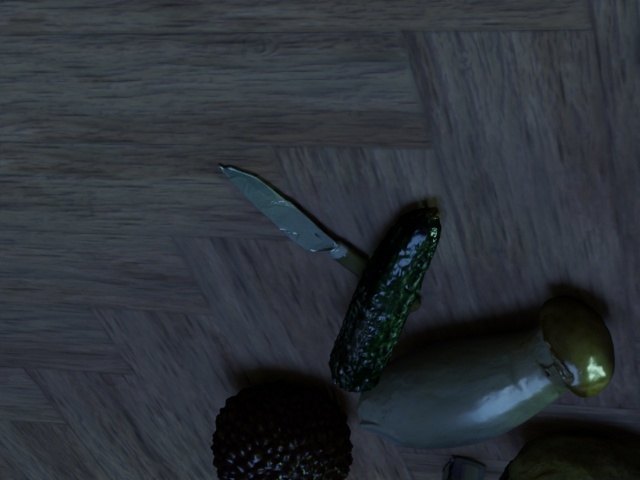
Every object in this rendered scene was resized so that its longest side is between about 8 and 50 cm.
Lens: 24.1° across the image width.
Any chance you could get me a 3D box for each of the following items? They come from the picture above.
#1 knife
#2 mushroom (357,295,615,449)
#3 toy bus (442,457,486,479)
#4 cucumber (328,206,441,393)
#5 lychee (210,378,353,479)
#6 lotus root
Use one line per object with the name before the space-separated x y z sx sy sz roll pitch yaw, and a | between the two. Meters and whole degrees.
knife | -0.001 0.002 1.610 0.047 0.017 0.298 -16 138 44
mushroom | 0.181 0.160 1.689 0.128 0.128 0.350 33 140 -27
toy bus | 0.185 0.338 1.981 0.052 0.102 0.058 19 140 -9
cucumber | 0.068 0.061 1.605 0.067 0.067 0.293 16 138 -3
lychee | -0.048 0.270 1.899 0.188 0.188 0.188 10 148 6
lotus root | 0.324 0.296 1.848 0.214 0.138 0.138 -12 141 18
